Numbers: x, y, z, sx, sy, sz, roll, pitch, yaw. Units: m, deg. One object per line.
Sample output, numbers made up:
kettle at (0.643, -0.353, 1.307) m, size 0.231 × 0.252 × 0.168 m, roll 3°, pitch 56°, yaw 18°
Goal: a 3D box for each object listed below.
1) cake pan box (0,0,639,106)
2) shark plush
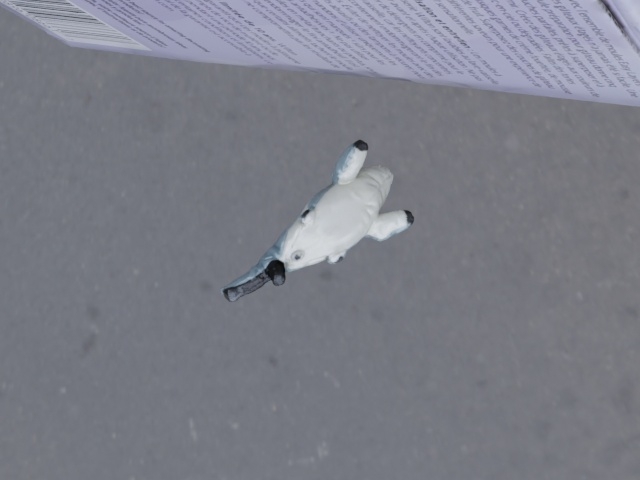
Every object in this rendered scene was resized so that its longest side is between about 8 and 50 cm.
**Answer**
cake pan box at (-0.042, -0.113, 0.361) m, size 0.267 × 0.245 × 0.070 m, roll 29°, pitch 75°, yaw -55°
shark plush at (0.000, 0.000, 1.009) m, size 0.073 × 0.067 × 0.161 m, roll 45°, pitch 71°, yaw -15°
